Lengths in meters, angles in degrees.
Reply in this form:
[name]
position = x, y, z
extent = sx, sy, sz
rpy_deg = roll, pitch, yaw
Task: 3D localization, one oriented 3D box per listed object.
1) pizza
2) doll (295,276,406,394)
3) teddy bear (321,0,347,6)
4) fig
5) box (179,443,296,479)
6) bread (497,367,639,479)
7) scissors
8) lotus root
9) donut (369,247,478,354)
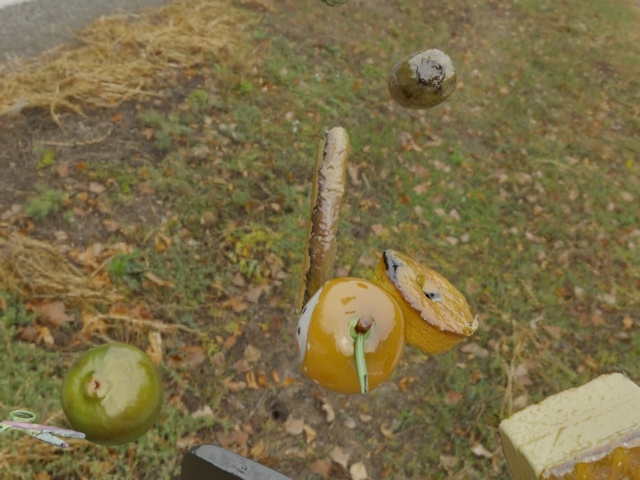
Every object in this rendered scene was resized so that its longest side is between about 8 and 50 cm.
[pizza]
position = 0.000, 0.002, 1.609
extent = 0.080, 0.435, 0.392
rpy_deg = 6, 63, -1
[doll]
position = 0.062, 0.166, 1.215
extent = 0.213, 0.236, 0.214
rpy_deg = 2, 79, -11
[teddy bear]
position = 0.060, -0.518, 1.072
extent = 0.255, 0.267, 0.156
rpy_deg = -16, 25, -16
[fig]
position = -0.428, 0.322, 1.421
extent = 0.207, 0.230, 0.207
rpy_deg = 7, 64, -14
[box]
position = -0.094, 0.362, 0.936
extent = 0.212, 0.201, 0.042
rpy_deg = 22, 44, 5
[bread]
position = 0.513, 0.432, 1.281
extent = 0.278, 0.279, 0.207
rpy_deg = -24, 21, -3
[scissors]
position = -0.524, 0.345, 1.257
extent = 0.187, 0.020, 0.133
rpy_deg = 9, 4, 17
[lotus root]
position = 0.222, -0.355, 1.533
extent = 0.145, 0.129, 0.260
rpy_deg = -13, 6, -2
[donut]
position = 0.207, 0.121, 1.409
extent = 0.253, 0.118, 0.254
rpy_deg = 29, 28, -17
